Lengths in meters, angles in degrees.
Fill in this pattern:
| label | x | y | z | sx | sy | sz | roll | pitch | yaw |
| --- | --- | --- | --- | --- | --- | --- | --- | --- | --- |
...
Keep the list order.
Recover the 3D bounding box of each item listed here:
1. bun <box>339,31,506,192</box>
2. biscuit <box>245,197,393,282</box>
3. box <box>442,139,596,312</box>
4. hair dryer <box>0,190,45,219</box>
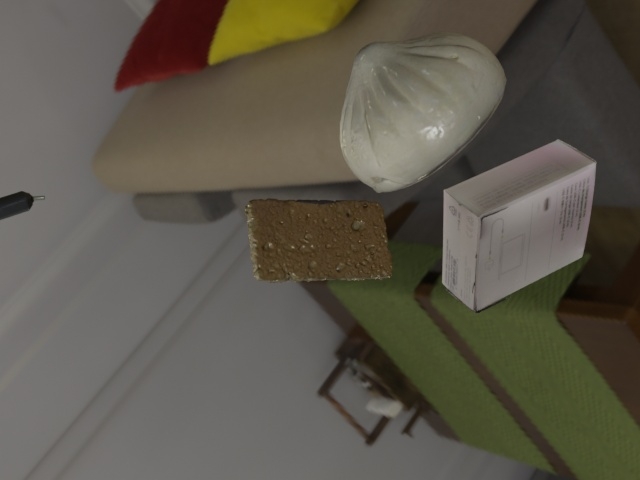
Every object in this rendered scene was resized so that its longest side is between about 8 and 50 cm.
| label | x | y | z | sx | sy | sz | roll | pitch | yaw |
| --- | --- | --- | --- | --- | --- | --- | --- | --- | --- |
| bun | 0.064 | -0.109 | 0.664 | 0.094 | 0.138 | 0.138 | 48 | 157 | -15 |
| biscuit | 0.000 | 0.000 | 1.336 | 0.231 | 0.131 | 0.025 | 1 | 162 | -26 |
| box | 0.327 | -0.025 | 1.476 | 0.106 | 0.252 | 0.203 | 45 | 150 | 45 |
| hair dryer | -0.497 | -0.028 | 1.264 | 0.124 | 0.219 | 0.071 | 14 | 121 | 59 |
